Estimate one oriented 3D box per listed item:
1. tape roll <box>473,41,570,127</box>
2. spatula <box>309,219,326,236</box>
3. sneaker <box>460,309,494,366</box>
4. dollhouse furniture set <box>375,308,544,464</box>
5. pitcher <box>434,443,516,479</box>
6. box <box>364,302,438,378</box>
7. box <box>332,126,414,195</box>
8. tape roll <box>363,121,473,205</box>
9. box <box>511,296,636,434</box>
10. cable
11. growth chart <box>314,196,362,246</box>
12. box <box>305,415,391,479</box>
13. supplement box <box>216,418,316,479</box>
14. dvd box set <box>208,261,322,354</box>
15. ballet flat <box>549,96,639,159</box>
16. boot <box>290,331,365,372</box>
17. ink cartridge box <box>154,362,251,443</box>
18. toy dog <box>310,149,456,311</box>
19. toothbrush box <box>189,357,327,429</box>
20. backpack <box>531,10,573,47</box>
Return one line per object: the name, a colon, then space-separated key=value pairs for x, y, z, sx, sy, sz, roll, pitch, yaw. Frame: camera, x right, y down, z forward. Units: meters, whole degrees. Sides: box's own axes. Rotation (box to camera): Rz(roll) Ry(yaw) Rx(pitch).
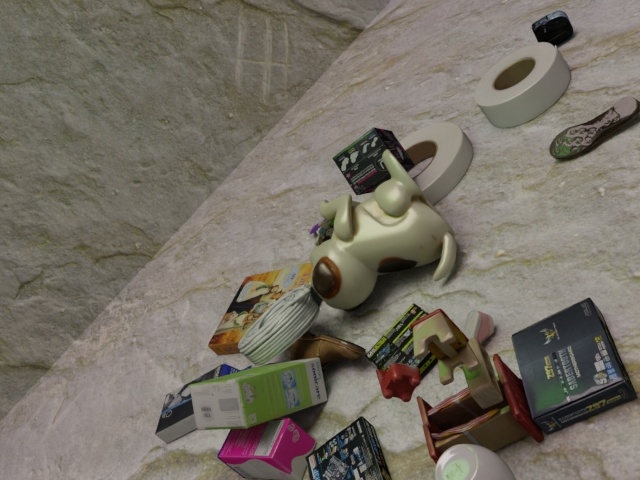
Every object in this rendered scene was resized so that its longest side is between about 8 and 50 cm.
tape roll: x=0.625 y=-0.484 z=2.190 sx=0.286 sy=0.100 sz=0.286 roll=-33 pitch=28 yaw=20
spatula: x=0.000 y=0.000 z=2.430 sx=0.084 sy=0.030 sz=0.296 roll=-32 pitch=28 yaw=18
sneaker: x=0.353 y=0.225 z=1.597 sx=0.051 sy=0.070 sz=0.135 roll=26 pitch=101 yaw=53
dollhouse furniture set: x=0.237 y=0.272 z=1.320 sx=0.201 sy=0.374 sz=0.152 roll=-32 pitch=33 yaw=19
pitcher: x=0.293 y=0.443 z=1.173 sx=0.125 sy=0.207 sz=0.178 roll=-45 pitch=28 yaw=-2
box: x=0.219 y=0.262 z=1.726 sx=0.191 sy=0.045 sz=0.184 roll=-47 pitch=24 yaw=-5
box: x=0.166 y=-0.238 z=2.155 sx=0.163 sy=0.142 sz=0.247 roll=-35 pitch=-6 yaw=19
tape roll: x=0.311 y=-0.227 z=2.287 sx=0.392 sy=0.072 sz=0.392 roll=-33 pitch=28 yaw=20
box: x=0.483 y=0.240 z=1.371 sx=0.183 sy=0.059 sz=0.233 roll=-32 pitch=28 yaw=24
cable: x=-0.118 y=0.241 z=1.984 sx=0.257 sy=0.089 sz=0.257 roll=-45 pitch=8 yaw=-18
growth chart: x=0.051 y=-0.025 z=2.149 sx=0.021 sy=0.171 sz=0.237 roll=41 pitch=119 yaw=38
box: x=0.061 y=0.519 z=1.558 sx=0.175 sy=0.051 sz=0.220 roll=-39 pitch=27 yaw=9
supplement box: x=-0.136 y=0.523 z=1.761 sx=0.220 sy=0.111 sz=0.114 roll=-14 pitch=38 yaw=44
dvd box set: x=-0.164 y=0.222 z=2.298 sx=0.420 sy=0.062 sz=0.308 roll=-14 pitch=40 yaw=46
ballet flat: x=0.716 y=-0.286 z=1.833 sx=0.249 sy=0.058 sz=0.084 roll=-35 pitch=62 yaw=29
boot: x=0.013 y=0.314 z=1.897 sx=0.305 sy=0.112 sz=0.115 roll=-10 pitch=57 yaw=58
ink cartridge box: x=-0.364 y=0.492 z=2.182 sx=0.332 sy=0.065 sz=0.165 roll=-30 pitch=29 yaw=23
toy dog: x=0.151 y=0.026 z=1.971 sx=0.407 sy=0.284 sz=0.395 roll=-38 pitch=67 yaw=9
toothbrush box: x=-0.156 y=0.389 z=1.800 sx=0.206 sy=0.122 sz=0.283 roll=-16 pitch=-6 yaw=42
backpack: x=0.759 y=-0.692 z=2.303 sx=0.114 sy=0.105 sz=0.084 roll=-24 pitch=33 yaw=25
